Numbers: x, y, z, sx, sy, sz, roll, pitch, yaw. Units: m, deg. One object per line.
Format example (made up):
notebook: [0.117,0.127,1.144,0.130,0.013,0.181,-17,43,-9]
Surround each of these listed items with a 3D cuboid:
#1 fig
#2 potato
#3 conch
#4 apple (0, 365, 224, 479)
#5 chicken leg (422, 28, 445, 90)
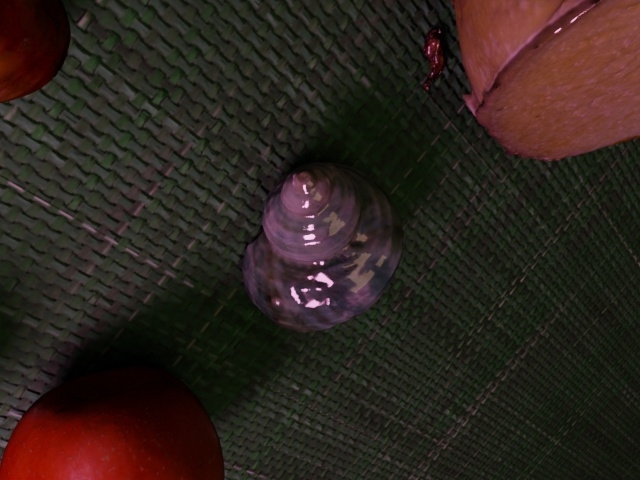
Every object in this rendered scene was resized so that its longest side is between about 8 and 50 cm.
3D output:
fig: [-0.359,-0.202,0.508,0.290,0.190,0.190,-2,122,8]
potato: [0.358,-0.322,0.765,0.442,0.319,0.385,9,151,-42]
conch: [0.000,0.000,0.804,0.220,0.195,0.277,-2,147,2]
apple: [-0.244,0.276,0.749,0.260,0.260,0.216,-10,96,-25]
chicken leg: [0.158,-0.249,0.842,0.036,0.021,0.083,-26,130,-28]
